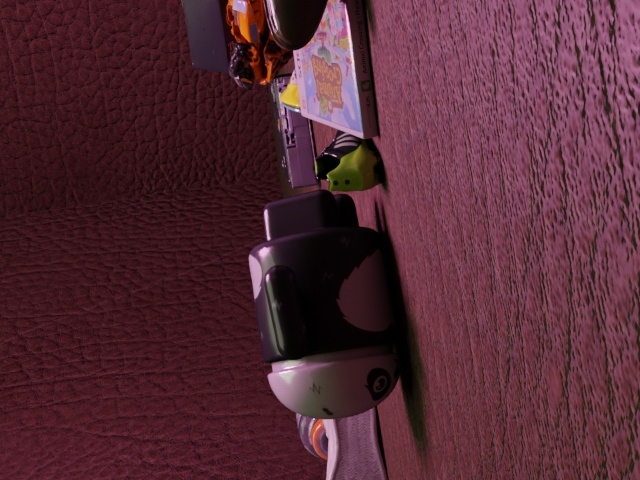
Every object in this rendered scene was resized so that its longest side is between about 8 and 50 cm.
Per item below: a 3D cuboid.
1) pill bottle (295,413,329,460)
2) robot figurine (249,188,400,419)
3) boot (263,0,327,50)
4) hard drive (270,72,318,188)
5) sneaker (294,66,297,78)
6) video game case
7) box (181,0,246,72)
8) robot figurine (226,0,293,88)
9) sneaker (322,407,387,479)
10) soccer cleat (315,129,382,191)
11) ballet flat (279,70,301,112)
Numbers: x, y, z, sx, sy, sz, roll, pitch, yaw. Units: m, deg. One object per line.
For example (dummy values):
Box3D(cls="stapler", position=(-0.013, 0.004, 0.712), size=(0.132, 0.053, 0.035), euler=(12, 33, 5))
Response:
Box3D(cls="pill bottle", position=(0.017, 0.356, 1.986), size=(0.245, 0.130, 0.130), euler=(-121, 23, -79))
Box3D(cls="robot figurine", position=(0.008, 0.081, 1.235), size=(0.173, 0.209, 0.278), euler=(155, 108, -63))
Box3D(cls="boot", position=(-0.012, -0.311, 1.039), size=(0.106, 0.082, 0.219), euler=(-148, 65, -76))
Box3D(cls="hard drive", position=(-0.061, -0.252, 2.213), size=(0.339, 0.064, 0.236), euler=(-117, 18, -80))
Box3D(cls="sneaker", position=(-0.014, -0.265, 1.532), size=(0.135, 0.058, 0.052), euler=(133, 128, -86))
Box3D(cls="video game case", position=(0.008, -0.232, 1.198), size=(0.212, 0.023, 0.193), euler=(-146, 45, -65))
Box3D(cls="box", position=(-0.177, -0.495, 2.124), size=(0.261, 0.103, 0.184), euler=(-49, -40, -45))
Box3D(cls="robot figurine", position=(-0.118, -0.446, 2.027), size=(0.211, 0.085, 0.291), euler=(-55, -26, -36))
Box3D(cls="sneaker", position=(0.056, 0.369, 1.727), size=(0.169, 0.108, 0.292), euler=(-170, 81, -88))
Box3D(cls="soccer cleat", position=(0.026, -0.103, 1.215), size=(0.179, 0.072, 0.060), euler=(-109, 11, -69))
Box3D(cls="ballet flat", position=(-0.031, -0.264, 1.726), size=(0.231, 0.077, 0.077), euler=(-109, 27, -79))
